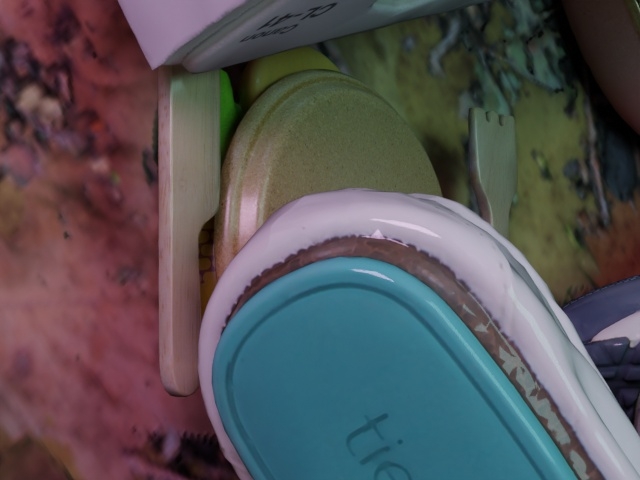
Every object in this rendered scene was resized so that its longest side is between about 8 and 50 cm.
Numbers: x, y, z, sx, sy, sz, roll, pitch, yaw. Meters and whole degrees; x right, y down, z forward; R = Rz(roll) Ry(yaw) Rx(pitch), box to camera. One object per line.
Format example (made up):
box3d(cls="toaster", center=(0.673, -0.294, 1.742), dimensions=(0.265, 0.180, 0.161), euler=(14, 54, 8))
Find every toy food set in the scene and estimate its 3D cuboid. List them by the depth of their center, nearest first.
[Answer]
box3d(cls="toy food set", center=(0.000, 0.000, 0.617), dimensions=(0.192, 0.038, 0.132), euler=(11, 77, -51))

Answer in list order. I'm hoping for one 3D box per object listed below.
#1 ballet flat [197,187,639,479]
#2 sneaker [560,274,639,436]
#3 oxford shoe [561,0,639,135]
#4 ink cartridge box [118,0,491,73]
box3d(cls="ballet flat", center=(0.101, 0.152, 0.554), dimensions=(0.139, 0.139, 0.400), euler=(-37, 101, -46))
box3d(cls="sneaker", center=(0.184, 0.024, 0.773), dimensions=(0.283, 0.110, 0.122), euler=(-7, 49, -36))
box3d(cls="oxford shoe", center=(0.145, -0.242, 0.759), dimensions=(0.140, 0.146, 0.397), euler=(-30, 99, -45))
box3d(cls="ink cartridge box", center=(-0.009, -0.229, 0.572), dimensions=(0.226, 0.131, 0.306), euler=(-23, 84, -50))
